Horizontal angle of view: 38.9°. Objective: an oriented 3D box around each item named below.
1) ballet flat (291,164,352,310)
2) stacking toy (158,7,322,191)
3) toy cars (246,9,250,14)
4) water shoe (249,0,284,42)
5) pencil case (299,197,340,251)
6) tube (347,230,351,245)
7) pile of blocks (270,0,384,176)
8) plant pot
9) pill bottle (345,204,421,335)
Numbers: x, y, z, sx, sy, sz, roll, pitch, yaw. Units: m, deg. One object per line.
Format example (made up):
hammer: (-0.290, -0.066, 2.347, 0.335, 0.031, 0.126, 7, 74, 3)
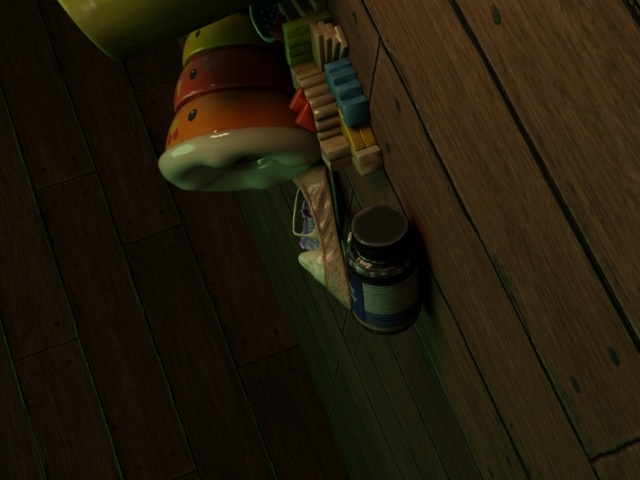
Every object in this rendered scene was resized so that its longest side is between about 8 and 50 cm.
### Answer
ballet flat: (0.000, 0.000, 1.901, 0.107, 0.106, 0.316, 86, 174, -77)
stacking toy: (-0.192, -0.362, 1.943, 0.350, 0.350, 0.480, 117, 146, -76)
toy cars: (-0.210, -0.571, 2.137, 0.176, 0.087, 0.394, 94, 154, -67)
water shoe: (-0.110, -0.493, 1.849, 0.080, 0.073, 0.203, 34, -140, -76)
pencil case: (-0.004, -0.039, 2.047, 0.086, 0.088, 0.206, 51, 166, 18)
tube: (0.082, 0.022, 1.815, 0.062, 0.070, 0.240, 26, 168, 5)
pile of blocks: (-0.007, -0.273, 1.543, 0.149, 0.112, 0.362, 107, 142, -74)
plant pot: (-0.255, -0.480, 1.462, 0.366, 0.353, 0.366, 54, -172, -10)
pill bottle: (0.106, 0.049, 1.523, 0.219, 0.123, 0.123, 81, 166, -46)
